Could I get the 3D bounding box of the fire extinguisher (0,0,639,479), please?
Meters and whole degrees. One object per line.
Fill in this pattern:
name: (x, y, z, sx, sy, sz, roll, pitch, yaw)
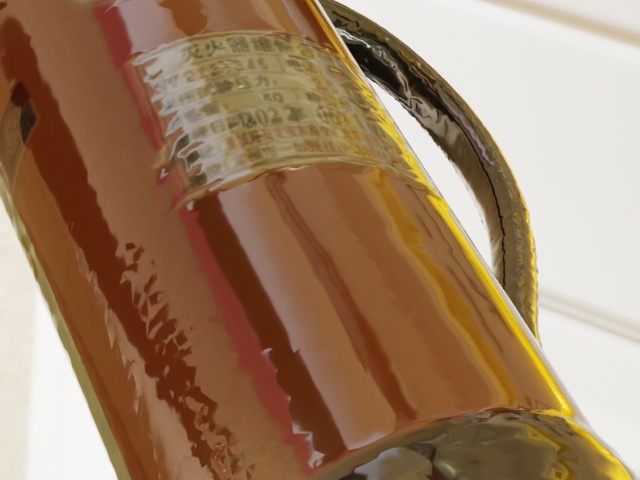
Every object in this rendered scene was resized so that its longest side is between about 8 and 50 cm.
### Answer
fire extinguisher: (-0.009, 0.007, 0.533, 0.113, 0.376, 0.200, -42, 139, 13)
